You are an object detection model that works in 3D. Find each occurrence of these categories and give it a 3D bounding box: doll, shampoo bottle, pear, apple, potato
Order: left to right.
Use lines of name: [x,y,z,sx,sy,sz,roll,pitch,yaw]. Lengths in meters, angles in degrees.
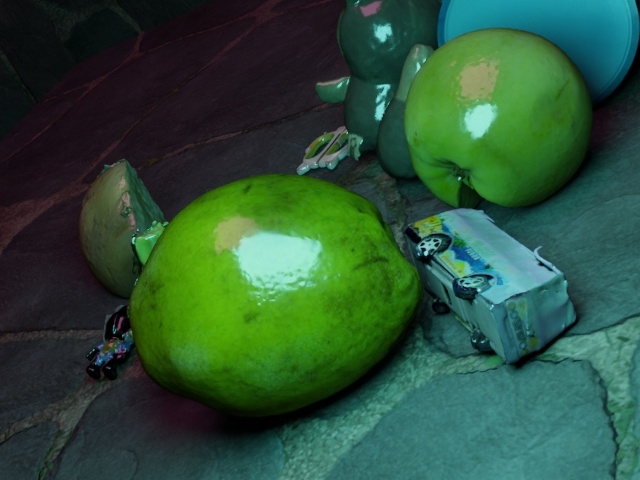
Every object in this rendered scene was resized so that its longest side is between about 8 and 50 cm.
potato: [-0.428,0.000,2.162,0.189,0.211,0.264,-26,29,8]
doll: [-0.363,0.169,1.932,0.096,0.070,0.195,-1,43,23]
pear: [-0.071,0.068,1.495,0.414,0.352,0.352,-18,27,8]
doll: [0.167,-0.323,1.954,0.252,0.382,0.378,-10,29,-27]
apple: [0.269,-0.179,1.639,0.292,0.292,0.254,-1,43,48]
shampoo bottle: [0.390,-0.431,1.870,0.331,0.331,0.342,-19,27,26]

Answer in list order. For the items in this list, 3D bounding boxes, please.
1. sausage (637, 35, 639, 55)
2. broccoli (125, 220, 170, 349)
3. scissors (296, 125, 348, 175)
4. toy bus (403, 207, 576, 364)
sausage: [0.581,-0.362,1.832,0.077,0.077,0.194,-19,27,26]
broccoli: [-0.194,0.096,1.706,0.180,0.273,0.242,34,65,27]
scissors: [0.059,-0.242,2.262,0.160,0.024,0.317,-9,33,41]
toy bus: [0.224,0.052,1.441,0.138,0.112,0.317,-24,25,-8]
